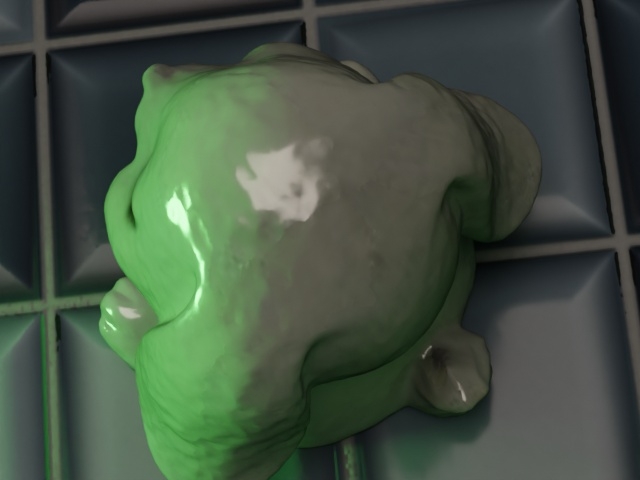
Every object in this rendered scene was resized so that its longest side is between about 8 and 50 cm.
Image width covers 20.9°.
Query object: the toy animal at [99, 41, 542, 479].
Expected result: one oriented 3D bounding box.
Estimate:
[{"bbox_3d":[0.000,0.000,0.870,0.271,0.265,0.206,-44,74,-10],"label":"toy animal"}]
